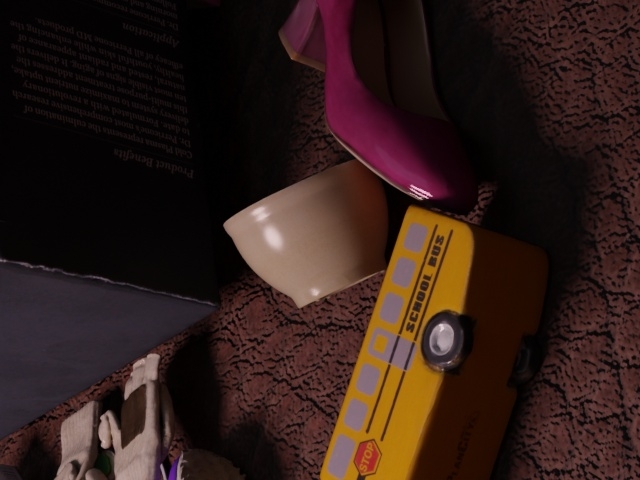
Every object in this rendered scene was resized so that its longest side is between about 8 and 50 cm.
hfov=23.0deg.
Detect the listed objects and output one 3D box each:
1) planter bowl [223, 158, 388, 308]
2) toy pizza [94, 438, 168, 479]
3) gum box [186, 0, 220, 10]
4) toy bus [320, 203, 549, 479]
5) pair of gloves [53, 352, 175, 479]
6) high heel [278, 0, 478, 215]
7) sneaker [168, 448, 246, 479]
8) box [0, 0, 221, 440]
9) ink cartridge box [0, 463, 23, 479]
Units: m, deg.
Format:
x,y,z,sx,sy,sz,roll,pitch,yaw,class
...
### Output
x,y,z,sx,sy,sz,roll,pitch,yaw,class
0.000,0.000,1.535,0.162,0.162,0.109,-27,85,39,planter bowl
-0.239,0.312,1.769,0.201,0.032,0.201,-17,65,43,toy pizza
-0.192,-0.334,1.899,0.188,0.062,0.107,3,81,48,gum box
0.096,0.146,1.404,0.130,0.108,0.333,20,93,49,toy bus
-0.240,0.246,1.716,0.240,0.042,0.204,-33,43,44,pair of gloves
0.078,-0.186,1.515,0.181,0.127,0.377,-57,45,22,high heel
-0.121,0.356,1.576,0.146,0.102,0.293,-41,51,32,sneaker
-0.384,-0.073,1.777,0.480,0.297,0.472,-31,56,41,box
-0.423,0.444,1.862,0.165,0.065,0.333,43,108,45,ink cartridge box
